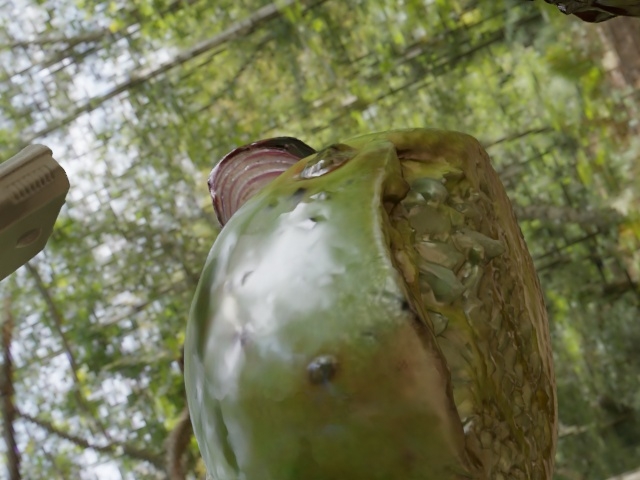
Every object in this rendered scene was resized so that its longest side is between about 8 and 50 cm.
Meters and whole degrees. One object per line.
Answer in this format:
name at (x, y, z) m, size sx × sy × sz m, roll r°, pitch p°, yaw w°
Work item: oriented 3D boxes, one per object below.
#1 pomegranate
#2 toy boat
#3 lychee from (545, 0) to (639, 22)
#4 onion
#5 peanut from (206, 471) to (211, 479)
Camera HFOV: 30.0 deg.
pomegranate at (0.035, 0.108, 0.780) m, size 0.309 × 0.216 × 0.358 m, roll -65°, pitch -38°, yaw -62°
toy boat at (-0.341, -0.003, 1.014) m, size 0.269 × 0.141 × 0.140 m, roll -23°, pitch -92°, yaw -46°
lychee at (0.097, -0.193, 0.349) m, size 0.260 × 0.261 × 0.260 m, roll 61°, pitch -168°, yaw -22°
onion at (0.000, 0.000, 1.045) m, size 0.206 × 0.151 × 0.098 m, roll 58°, pitch 176°, yaw 13°
peanut at (-0.026, 0.206, 1.139) m, size 0.103 × 0.229 × 0.098 m, roll 33°, pitch -149°, yaw -47°
